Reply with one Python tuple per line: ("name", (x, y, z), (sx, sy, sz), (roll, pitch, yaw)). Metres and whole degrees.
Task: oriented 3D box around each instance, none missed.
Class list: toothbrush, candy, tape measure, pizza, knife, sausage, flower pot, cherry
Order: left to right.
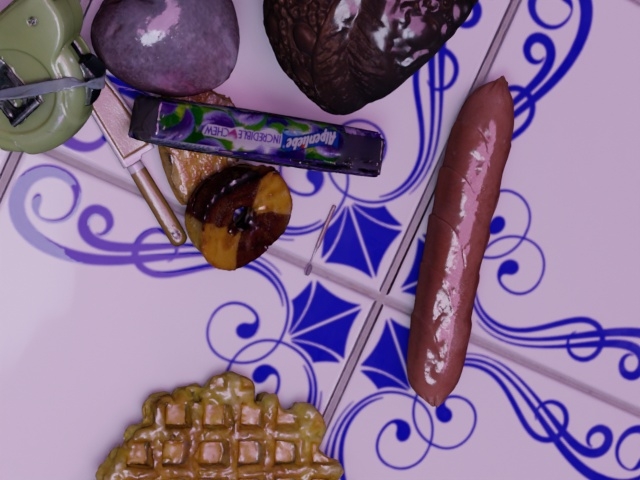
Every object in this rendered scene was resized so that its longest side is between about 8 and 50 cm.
("tape measure", (-0.336, -0.185, 1.718), (0.200, 0.106, 0.175), (-29, 104, 19))
("knife", (-0.224, -0.108, 1.831), (0.046, 0.022, 0.256), (-30, 101, -4))
("cherry", (-0.175, -0.251, 1.765), (0.176, 0.140, 0.176), (-4, 99, -25))
("pizza", (-0.150, -0.125, 1.844), (0.099, 0.036, 0.160), (-8, 99, -24))
("candy", (-0.074, -0.124, 1.811), (0.312, 0.088, 0.061), (8, 91, -31))
("toothbrush", (0.000, 0.000, 1.925), (0.006, 0.008, 0.097), (22, 90, -33))
("flower pot", (0.011, -0.321, 1.743), (0.267, 0.266, 0.266), (42, 84, -20))
("sausage", (0.176, -0.001, 1.942), (0.088, 0.088, 0.433), (11, 93, -19))

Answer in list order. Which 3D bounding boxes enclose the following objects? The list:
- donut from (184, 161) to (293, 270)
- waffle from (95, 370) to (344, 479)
("donut", (-0.101, -0.035, 1.841), (0.140, 0.059, 0.140), (-22, 126, -32))
("waffle", (-0.124, 0.316, 1.877), (0.302, 0.068, 0.325), (46, 72, -7))
